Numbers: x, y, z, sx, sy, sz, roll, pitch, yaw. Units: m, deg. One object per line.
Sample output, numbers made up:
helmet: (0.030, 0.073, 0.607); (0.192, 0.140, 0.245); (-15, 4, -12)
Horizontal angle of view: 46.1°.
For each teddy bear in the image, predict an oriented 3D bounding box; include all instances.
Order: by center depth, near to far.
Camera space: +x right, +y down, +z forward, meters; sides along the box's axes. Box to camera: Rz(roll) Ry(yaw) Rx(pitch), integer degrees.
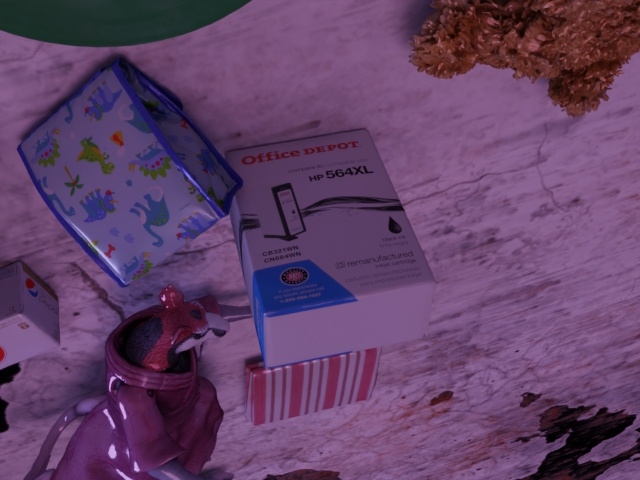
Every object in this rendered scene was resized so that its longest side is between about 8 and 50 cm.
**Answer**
teddy bear: (0.239, -0.197, 0.623); (0.337, 0.113, 0.245); (5, 138, -26)

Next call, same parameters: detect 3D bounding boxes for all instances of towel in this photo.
towel: (-0.011, 0.197, 1.061); (0.196, 0.029, 0.144); (-10, 141, -15)

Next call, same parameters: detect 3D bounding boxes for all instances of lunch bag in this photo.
lunch bag: (-0.164, -0.059, 0.642); (0.128, 0.096, 0.151); (-35, 109, 19)

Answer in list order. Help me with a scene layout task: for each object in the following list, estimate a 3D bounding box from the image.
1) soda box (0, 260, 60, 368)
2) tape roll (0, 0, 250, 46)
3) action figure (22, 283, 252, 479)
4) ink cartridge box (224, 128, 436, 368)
soda box: (-0.380, 0.102, 0.765); (0.216, 0.069, 0.074); (-21, 142, 4)
tape roll: (-0.133, -0.265, 0.421); (0.321, 0.077, 0.321); (-11, 140, -9)
action figure: (-0.193, 0.162, 0.855); (0.275, 0.248, 0.370); (15, 135, 0)
ink cartridge box: (0.000, 0.000, 0.688); (0.148, 0.203, 0.086); (-11, 139, -10)
